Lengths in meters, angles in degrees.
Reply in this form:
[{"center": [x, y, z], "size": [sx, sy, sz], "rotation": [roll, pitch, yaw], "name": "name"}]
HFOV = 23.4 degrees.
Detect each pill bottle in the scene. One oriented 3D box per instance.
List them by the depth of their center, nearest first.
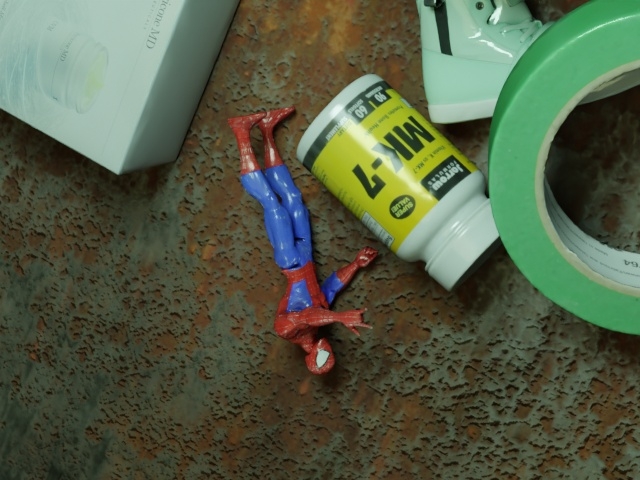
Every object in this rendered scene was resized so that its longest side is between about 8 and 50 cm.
[{"center": [0.087, -0.055, 1.527], "size": [0.208, 0.119, 0.119], "rotation": [44, 112, 10], "name": "pill bottle"}]

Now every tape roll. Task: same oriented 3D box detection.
[{"center": [0.312, -0.068, 1.391], "size": [0.321, 0.077, 0.321], "rotation": [2, 117, 5], "name": "tape roll"}]

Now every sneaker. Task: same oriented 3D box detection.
[{"center": [0.206, -0.203, 1.460], "size": [0.255, 0.094, 0.151], "rotation": [-8, 103, 26], "name": "sneaker"}]

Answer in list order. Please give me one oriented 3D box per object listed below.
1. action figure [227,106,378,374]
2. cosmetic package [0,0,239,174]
[{"center": [0.000, 0.000, 1.585], "size": [0.139, 0.091, 0.280], "rotation": [-7, 97, 32], "name": "action figure"}, {"center": [-0.232, -0.222, 1.620], "size": [0.224, 0.138, 0.224], "rotation": [28, 109, 14], "name": "cosmetic package"}]
